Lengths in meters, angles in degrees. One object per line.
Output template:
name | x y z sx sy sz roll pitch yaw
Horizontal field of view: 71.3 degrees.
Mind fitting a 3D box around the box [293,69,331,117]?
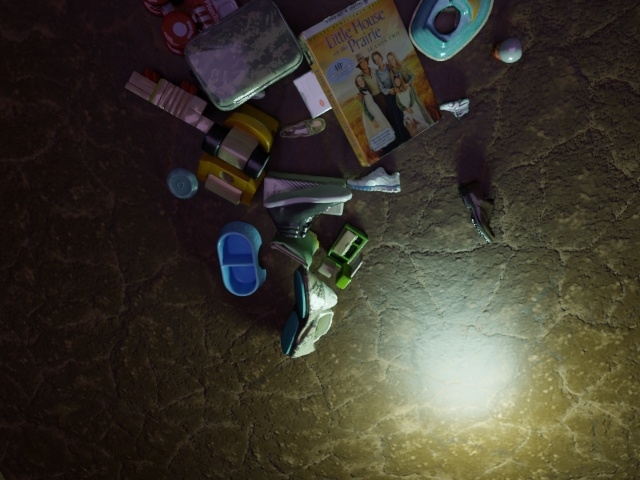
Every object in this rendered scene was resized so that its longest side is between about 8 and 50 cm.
box | 0.022 -0.486 1.395 0.170 0.091 0.130 -25 109 15

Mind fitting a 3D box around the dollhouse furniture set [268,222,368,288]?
dollhouse furniture set | 0.000 0.000 1.551 0.302 0.197 0.151 31 114 -8

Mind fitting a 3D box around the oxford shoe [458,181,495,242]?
oxford shoe | 0.555 -0.094 1.512 0.096 0.083 0.227 -25 109 11

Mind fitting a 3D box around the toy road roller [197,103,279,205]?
toy road roller | -0.258 -0.293 1.482 0.202 0.240 0.329 29 151 -7

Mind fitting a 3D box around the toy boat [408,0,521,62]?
toy boat | 0.429 -0.614 1.263 0.318 0.148 0.267 32 113 -7

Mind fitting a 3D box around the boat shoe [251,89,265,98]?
boat shoe | -0.271 -0.482 1.448 0.184 0.066 0.063 12 128 -1

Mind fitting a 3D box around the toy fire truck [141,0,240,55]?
toy fire truck | -0.383 -0.709 1.324 0.254 0.169 0.302 -30 109 -8

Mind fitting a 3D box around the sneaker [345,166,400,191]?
sneaker | 0.179 -0.209 1.513 0.191 0.071 0.082 0 103 -10

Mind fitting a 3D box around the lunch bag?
lunch bag | -0.227 -0.523 1.287 0.305 0.256 0.212 -34 108 1

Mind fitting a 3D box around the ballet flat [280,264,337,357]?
ballet flat | -0.034 0.265 1.680 0.182 0.164 0.482 -4 133 -19

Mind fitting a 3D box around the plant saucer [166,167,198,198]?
plant saucer | -0.504 -0.204 1.615 0.119 0.021 0.119 2 113 5

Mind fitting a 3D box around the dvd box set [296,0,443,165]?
dvd box set | 0.159 -0.480 1.327 0.308 0.062 0.420 -33 108 -12

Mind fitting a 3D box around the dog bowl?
dog bowl | -0.303 0.078 1.687 0.166 0.074 0.297 -2 114 7

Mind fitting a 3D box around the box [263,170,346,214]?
box | -0.054 -0.165 1.541 0.275 0.094 0.113 5 115 4

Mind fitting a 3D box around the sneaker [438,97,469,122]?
sneaker | 0.423 -0.407 1.413 0.098 0.038 0.069 -9 111 11

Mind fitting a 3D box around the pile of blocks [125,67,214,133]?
pile of blocks | -0.451 -0.454 1.422 0.362 0.149 0.112 32 95 19

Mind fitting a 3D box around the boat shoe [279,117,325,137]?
boat shoe | -0.059 -0.369 1.478 0.153 0.048 0.056 -7 113 9

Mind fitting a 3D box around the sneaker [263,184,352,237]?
sneaker | -0.029 -0.091 1.470 0.296 0.104 0.146 -7 117 17
